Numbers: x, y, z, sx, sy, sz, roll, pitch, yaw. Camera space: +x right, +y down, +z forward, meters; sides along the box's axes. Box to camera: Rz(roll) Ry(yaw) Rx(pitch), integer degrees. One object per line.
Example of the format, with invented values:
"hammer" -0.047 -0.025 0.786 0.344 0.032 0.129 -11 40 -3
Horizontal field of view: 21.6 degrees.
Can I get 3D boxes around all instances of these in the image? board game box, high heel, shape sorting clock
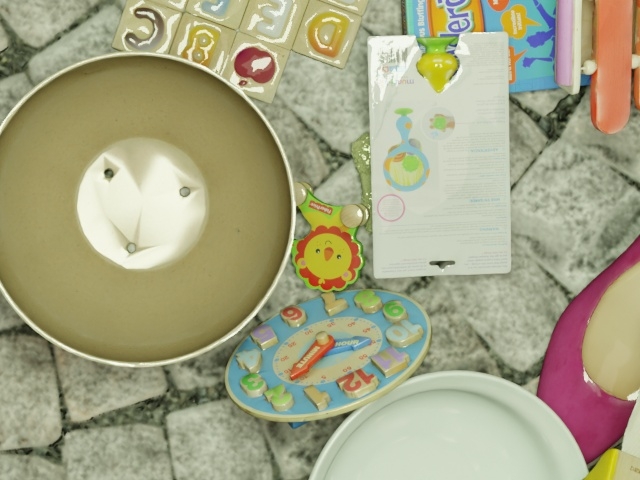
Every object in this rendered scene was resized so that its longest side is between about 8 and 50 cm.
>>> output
"board game box" 0.185 -0.227 1.665 0.210 0.047 0.160 -7 111 -4
"high heel" 0.329 0.067 1.643 0.127 0.181 0.377 27 90 -6
"shape sorting clock" 0.006 0.105 1.612 0.206 0.206 0.040 -19 122 -4

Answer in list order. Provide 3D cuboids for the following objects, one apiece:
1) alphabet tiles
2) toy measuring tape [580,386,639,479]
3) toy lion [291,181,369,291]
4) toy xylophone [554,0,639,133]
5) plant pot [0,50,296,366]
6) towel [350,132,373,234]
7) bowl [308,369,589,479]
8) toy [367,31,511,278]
"alphabet tiles" -0.072 -0.325 1.677 0.285 0.011 0.343 20 91 -6
"toy measuring tape" 0.270 0.228 1.582 0.121 0.121 0.330 20 67 -6
"toy lion" 0.000 0.000 1.677 0.100 0.034 0.096 22 97 12
"toy xylophone" 0.348 -0.248 1.627 0.322 0.081 0.236 -18 114 -20
"plant pot" -0.172 -0.031 1.591 0.284 0.191 0.284 0 93 -6
"towel" 0.110 -0.065 1.696 0.148 0.027 0.110 -10 94 -5
"bowl" 0.109 0.267 1.649 0.297 0.134 0.298 -1 94 -13
"toy" 0.116 -0.086 1.650 0.137 0.056 0.237 -2 104 -2
